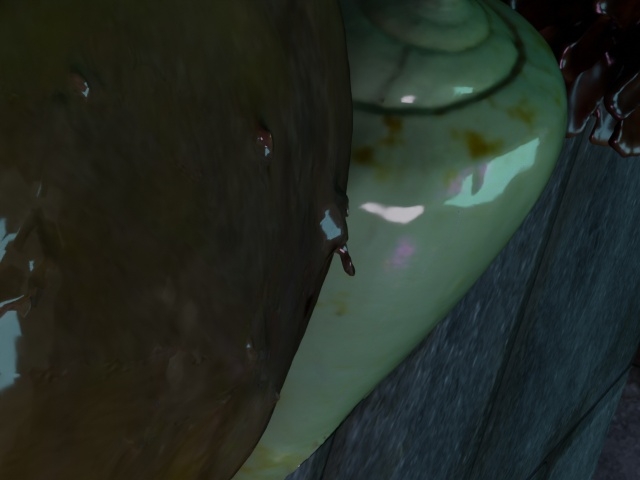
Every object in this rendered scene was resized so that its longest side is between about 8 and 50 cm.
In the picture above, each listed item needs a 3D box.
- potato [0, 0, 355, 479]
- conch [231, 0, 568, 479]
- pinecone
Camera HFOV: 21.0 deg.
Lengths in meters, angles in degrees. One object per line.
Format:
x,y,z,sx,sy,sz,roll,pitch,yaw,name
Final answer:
-0.085,0.010,0.399,0.296,0.141,0.192,-49,148,-42,potato
0.009,-0.015,0.705,0.137,0.143,0.250,-16,154,-20,conch
0.133,-0.107,0.720,0.165,0.163,0.163,-112,-153,-53,pinecone
